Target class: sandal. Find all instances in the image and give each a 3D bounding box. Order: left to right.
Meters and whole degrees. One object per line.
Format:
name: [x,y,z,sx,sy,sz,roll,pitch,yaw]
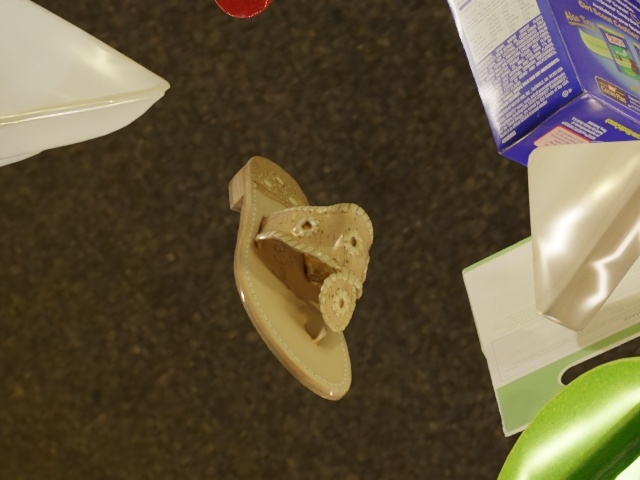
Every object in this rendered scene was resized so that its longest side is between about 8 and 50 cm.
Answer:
sandal: [-0.005,-0.003,1.033,0.088,0.240,0.079,32,112,-28]

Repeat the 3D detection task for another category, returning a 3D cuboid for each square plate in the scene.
square plate: [-0.319,-0.091,0.962,0.344,0.347,0.049,32,130,52]

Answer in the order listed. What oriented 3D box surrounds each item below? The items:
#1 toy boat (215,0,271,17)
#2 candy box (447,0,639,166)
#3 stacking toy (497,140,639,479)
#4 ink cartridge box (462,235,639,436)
toy boat: [-0.154,-0.281,1.136,0.318,0.148,0.267,32,124,-16]
candy box: [0.260,-0.205,1.618,0.122,0.268,0.317,-35,53,31]
stacking toy: [0.199,0.050,0.549,0.130,0.309,0.279,24,149,-28]
ink cartridge box: [0.198,0.056,1.101,0.171,0.235,0.056,-26,117,11]
